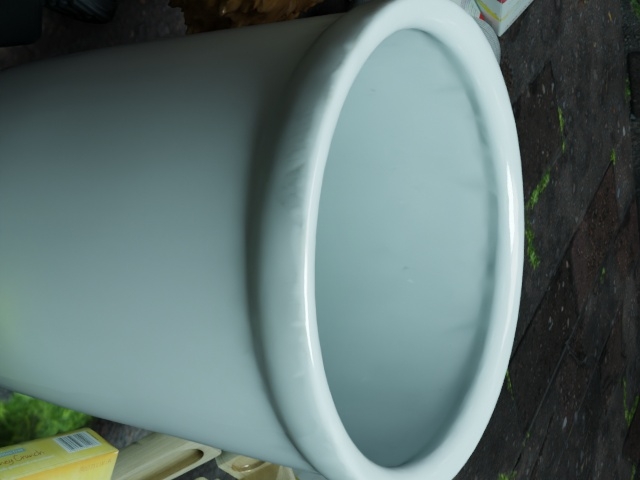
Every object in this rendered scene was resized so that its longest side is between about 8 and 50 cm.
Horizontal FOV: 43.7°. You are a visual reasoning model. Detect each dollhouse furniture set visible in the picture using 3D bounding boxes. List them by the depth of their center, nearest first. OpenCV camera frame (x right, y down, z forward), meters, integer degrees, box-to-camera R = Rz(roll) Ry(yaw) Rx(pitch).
[{"bbox_3d":[-0.104,0.250,0.711,0.151,0.144,0.123,55,9,-53],"label":"dollhouse furniture set"}]

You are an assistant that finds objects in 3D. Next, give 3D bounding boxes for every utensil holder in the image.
[{"bbox_3d":[-0.077,-0.004,0.627,0.327,0.385,0.328,-8,100,-56],"label":"utensil holder"}]

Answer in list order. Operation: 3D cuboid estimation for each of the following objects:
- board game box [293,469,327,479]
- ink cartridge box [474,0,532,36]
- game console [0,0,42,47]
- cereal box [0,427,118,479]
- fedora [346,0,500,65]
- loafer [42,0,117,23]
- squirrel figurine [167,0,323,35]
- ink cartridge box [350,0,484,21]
[{"bbox_3d":[0.045,0.342,0.916,0.193,0.305,0.053,-37,121,-50],"label":"board game box"},{"bbox_3d":[0.259,-0.407,1.159,0.128,0.127,0.176,-47,168,2],"label":"ink cartridge box"},{"bbox_3d":[-0.271,-0.198,0.579,0.122,0.071,0.107,-15,96,-28],"label":"game console"},{"bbox_3d":[-0.262,0.274,0.615,0.173,0.047,0.240,-1,112,-57],"label":"cereal box"},{"bbox_3d":[0.105,-0.262,1.039,0.275,0.243,0.124,43,39,-61],"label":"fedora"},{"bbox_3d":[-0.243,-0.253,0.630,0.223,0.076,0.078,34,74,-49],"label":"loafer"},{"bbox_3d":[-0.111,-0.376,0.630,0.281,0.370,0.397,-33,152,-44],"label":"squirrel figurine"},{"bbox_3d":[0.152,-0.328,1.174,0.231,0.134,0.078,39,62,-51],"label":"ink cartridge box"}]
